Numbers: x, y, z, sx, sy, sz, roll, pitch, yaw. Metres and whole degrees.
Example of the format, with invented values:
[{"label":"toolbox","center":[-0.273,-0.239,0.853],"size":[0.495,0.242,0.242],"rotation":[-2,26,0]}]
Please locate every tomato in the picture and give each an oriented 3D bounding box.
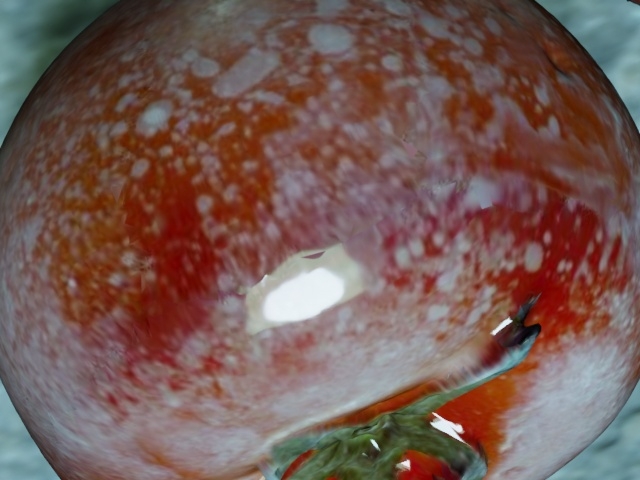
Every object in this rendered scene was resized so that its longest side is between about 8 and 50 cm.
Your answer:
[{"label":"tomato","center":[0.000,0.000,0.561],"size":[0.270,0.227,0.270],"rotation":[-9,143,-7]}]

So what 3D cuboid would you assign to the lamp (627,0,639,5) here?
[{"label":"lamp","center":[0.161,-0.140,0.616],"size":[0.063,0.031,0.083],"rotation":[20,118,-15]}]
